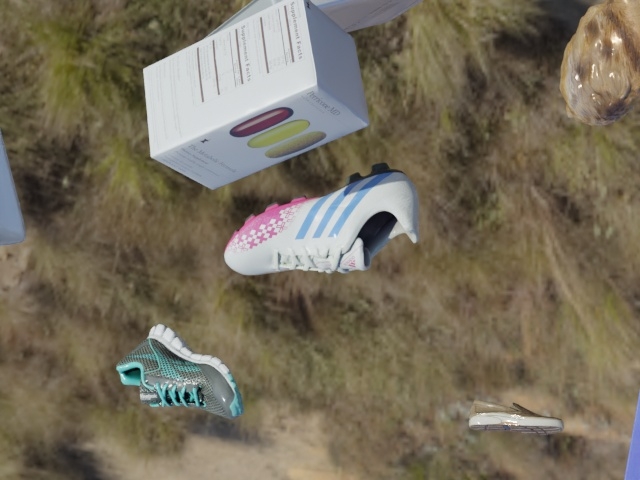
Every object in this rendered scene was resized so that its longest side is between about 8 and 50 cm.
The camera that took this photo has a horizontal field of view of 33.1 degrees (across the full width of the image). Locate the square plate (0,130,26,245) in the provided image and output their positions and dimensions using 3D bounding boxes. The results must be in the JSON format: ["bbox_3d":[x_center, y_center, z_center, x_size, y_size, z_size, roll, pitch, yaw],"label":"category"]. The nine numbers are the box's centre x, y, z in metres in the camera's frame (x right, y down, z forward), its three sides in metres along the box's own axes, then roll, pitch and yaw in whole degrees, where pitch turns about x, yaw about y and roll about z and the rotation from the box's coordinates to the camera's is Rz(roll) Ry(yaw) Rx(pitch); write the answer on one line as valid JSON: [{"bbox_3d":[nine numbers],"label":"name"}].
[{"bbox_3d":[-0.567,-0.140,1.366,0.049,0.344,0.347,-19,174,40],"label":"square plate"}]

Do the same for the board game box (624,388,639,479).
[{"bbox_3d":[0.280,0.159,0.609,0.213,0.317,0.046,-4,141,34],"label":"board game box"}]

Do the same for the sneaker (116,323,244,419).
[{"bbox_3d":[-0.143,0.147,1.084,0.166,0.076,0.065,22,135,45],"label":"sneaker"}]

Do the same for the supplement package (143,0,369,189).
[{"bbox_3d":[-0.082,-0.181,1.351,0.244,0.134,0.139,-21,155,26],"label":"supplement package"}]

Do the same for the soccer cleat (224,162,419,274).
[{"bbox_3d":[0.000,0.000,1.658,0.331,0.143,0.116,-25,147,17],"label":"soccer cleat"}]

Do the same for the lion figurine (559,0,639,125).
[{"bbox_3d":[0.496,-0.289,1.402,0.392,0.240,0.142,-6,176,34],"label":"lion figurine"}]

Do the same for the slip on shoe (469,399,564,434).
[{"bbox_3d":[0.283,0.254,1.558,0.135,0.041,0.051,-2,153,19],"label":"slip on shoe"}]

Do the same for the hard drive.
[{"bbox_3d":[0.019,-0.351,1.626,0.353,0.047,0.233,-21,-178,-32],"label":"hard drive"}]
